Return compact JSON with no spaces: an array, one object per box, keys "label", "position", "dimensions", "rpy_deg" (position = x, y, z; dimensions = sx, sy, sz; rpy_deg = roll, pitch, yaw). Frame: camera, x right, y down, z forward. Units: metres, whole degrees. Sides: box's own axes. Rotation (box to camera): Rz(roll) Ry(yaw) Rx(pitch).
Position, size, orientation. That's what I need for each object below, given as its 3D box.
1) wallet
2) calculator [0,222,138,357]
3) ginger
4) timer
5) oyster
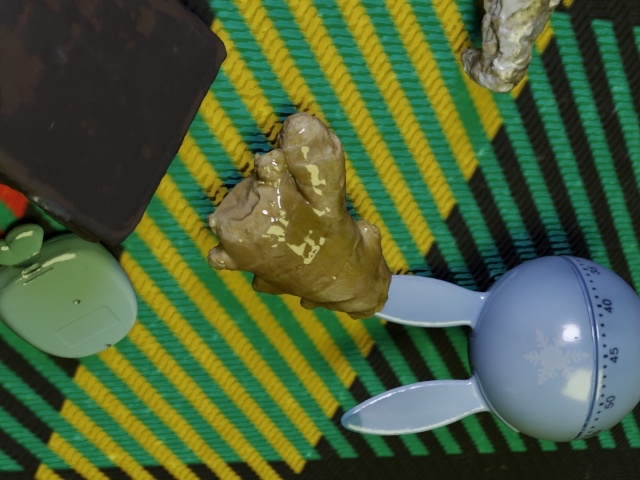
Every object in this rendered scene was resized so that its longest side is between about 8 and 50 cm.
[{"label":"wallet","position":[-0.165,-0.121,0.718],"dimensions":[0.309,0.042,0.165],"rpy_deg":[43,68,-54]},{"label":"calculator","position":[-0.191,0.039,0.958],"dimensions":[0.095,0.021,0.153],"rpy_deg":[-28,143,2]},{"label":"ginger","position":[-0.012,0.004,0.967],"dimensions":[0.115,0.081,0.205],"rpy_deg":[-49,135,-22]},{"label":"timer","position":[0.156,0.093,1.120],"dimensions":[0.255,0.175,0.175],"rpy_deg":[-1,141,14]},{"label":"oyster","position":[0.147,-0.191,0.859],"dimensions":[0.106,0.061,0.200],"rpy_deg":[-19,139,-10]}]
